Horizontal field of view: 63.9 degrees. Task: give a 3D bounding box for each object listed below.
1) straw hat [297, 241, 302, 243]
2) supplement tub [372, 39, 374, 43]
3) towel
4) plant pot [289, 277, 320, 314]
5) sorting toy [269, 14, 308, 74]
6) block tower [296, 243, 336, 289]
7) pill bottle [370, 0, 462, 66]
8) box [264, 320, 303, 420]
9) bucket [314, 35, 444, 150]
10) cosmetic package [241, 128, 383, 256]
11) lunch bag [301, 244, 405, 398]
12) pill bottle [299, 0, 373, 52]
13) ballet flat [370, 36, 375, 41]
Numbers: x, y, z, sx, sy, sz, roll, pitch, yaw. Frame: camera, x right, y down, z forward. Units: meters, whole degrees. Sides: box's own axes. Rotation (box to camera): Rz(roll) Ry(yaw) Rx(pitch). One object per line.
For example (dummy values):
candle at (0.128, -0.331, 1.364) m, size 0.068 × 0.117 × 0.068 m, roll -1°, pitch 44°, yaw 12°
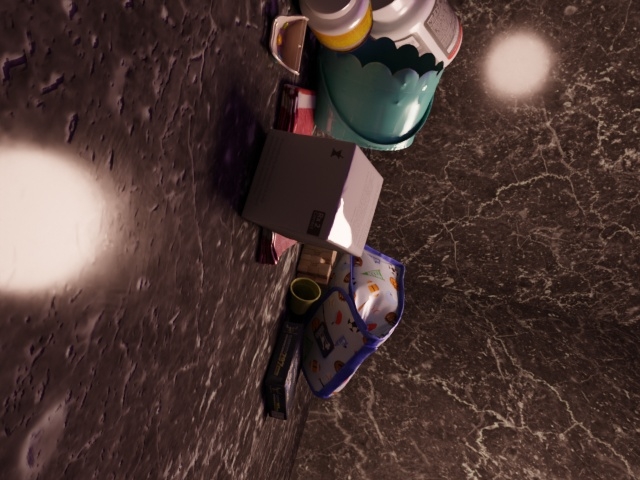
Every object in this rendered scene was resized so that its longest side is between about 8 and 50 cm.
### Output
straw hat at (-0.024, -0.060, 1.238) m, size 0.061 × 0.145 × 0.144 m, roll 51°, pitch 32°, yaw -21°
supplement tub at (0.111, -0.475, 1.464) m, size 0.198 × 0.106 × 0.105 m, roll 84°, pitch 19°, yaw -67°
towel at (-0.055, -0.132, 1.013) m, size 0.237 × 0.037 × 0.328 m, roll -57°, pitch 157°, yaw -73°
plant pot at (-0.051, 0.157, 1.382) m, size 0.083 × 0.083 × 0.079 m, roll -69°, pitch -179°, yaw -51°
sorting toy at (-0.054, -0.292, 0.746) m, size 0.075 × 0.045 × 0.083 m, roll -26°, pitch 128°, yaw -72°
block tower at (0.016, -0.034, 1.491) m, size 0.091 × 0.097 × 0.335 m, roll 84°, pitch 18°, yaw -70°
pill bottle at (0.231, -0.607, 1.376) m, size 0.363 × 0.210 × 0.210 m, roll 14°, pitch 87°, yaw -58°
box at (-0.094, 0.356, 1.394) m, size 0.232 × 0.059 × 0.183 m, roll 94°, pitch 9°, yaw -50°
bucket at (0.115, -0.331, 1.129) m, size 0.281 × 0.282 × 0.183 m, roll -67°, pitch 172°, yaw -56°
cosmetic package at (-0.005, -0.072, 0.842) m, size 0.184 × 0.152 × 0.151 m, roll 30°, pitch 76°, yaw -67°
lunch bag at (0.083, 0.243, 1.560) m, size 0.327 × 0.239 × 0.385 m, roll -55°, pitch -165°, yaw 36°
pill bottle at (0.028, -0.403, 0.882) m, size 0.208 × 0.118 × 0.117 m, roll -38°, pitch 139°, yaw -78°
ballet flat at (0.162, -0.599, 1.685) m, size 0.400 × 0.139 × 0.139 m, roll -65°, pitch 165°, yaw -78°
